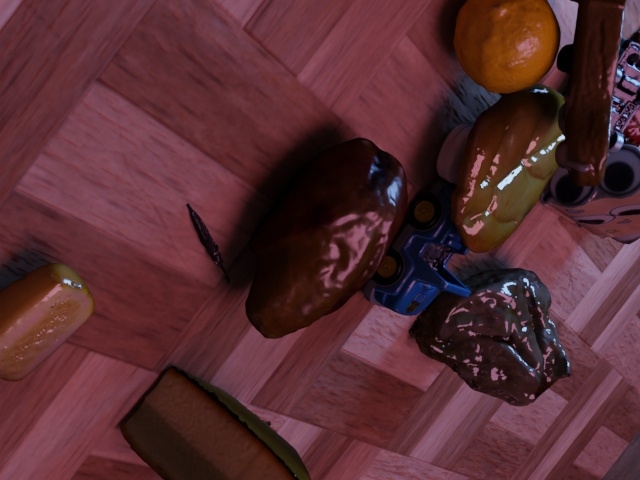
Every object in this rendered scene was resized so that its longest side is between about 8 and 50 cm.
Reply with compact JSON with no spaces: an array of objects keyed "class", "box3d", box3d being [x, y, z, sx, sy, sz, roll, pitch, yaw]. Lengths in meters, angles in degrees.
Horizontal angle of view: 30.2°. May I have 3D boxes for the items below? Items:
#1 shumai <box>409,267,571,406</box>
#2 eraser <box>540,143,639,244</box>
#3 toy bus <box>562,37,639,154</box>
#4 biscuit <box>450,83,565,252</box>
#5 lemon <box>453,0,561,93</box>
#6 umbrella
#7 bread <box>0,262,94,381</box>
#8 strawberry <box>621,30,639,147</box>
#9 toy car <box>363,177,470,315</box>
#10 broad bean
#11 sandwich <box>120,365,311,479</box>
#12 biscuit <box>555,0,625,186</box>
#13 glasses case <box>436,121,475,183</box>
[{"class":"shumai","box3d":[0.272,0.140,1.691,0.184,0.185,0.218,-58,150,11]},{"class":"eraser","box3d":[0.455,-0.065,1.772,0.290,0.171,0.087,18,65,-59]},{"class":"toy bus","box3d":[0.372,-0.192,1.562,0.079,0.092,0.160,20,108,-29]},{"class":"biscuit","box3d":[0.237,-0.095,1.430,0.260,0.041,0.203,-35,131,-38]},{"class":"lemon","box3d":[0.202,-0.217,1.283,0.114,0.114,0.155,-49,154,-4]},{"class":"umbrella","box3d":[-0.112,0.001,1.182,0.013,0.022,0.122,-22,135,0]},{"class":"bread","box3d":[-0.253,0.064,1.015,0.115,0.056,0.082,-45,149,1]},{"class":"strawberry","box3d":[0.455,-0.214,1.660,0.167,0.087,0.208,-1,122,-52]},{"class":"toy car","box3d":[0.146,0.019,1.472,0.191,0.100,0.097,-56,150,8]},{"class":"broad bean","box3d":[-0.003,-0.002,1.227,0.122,0.156,0.228,38,100,-19]},{"class":"sandwich","box3d":[-0.083,0.252,1.289,0.108,0.220,0.186,-51,150,-4]},{"class":"biscuit","box3d":[0.300,-0.292,1.286,0.283,0.064,0.432,-60,155,-67]},{"class":"glasses case","box3d":[0.207,-0.105,1.471,0.193,0.049,0.074,-1,117,-54]}]
